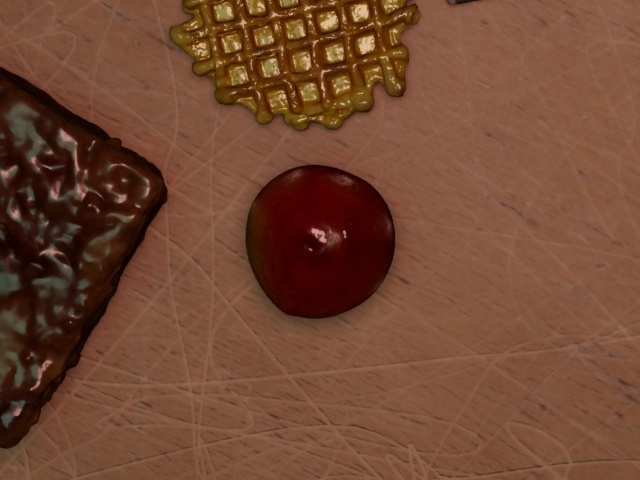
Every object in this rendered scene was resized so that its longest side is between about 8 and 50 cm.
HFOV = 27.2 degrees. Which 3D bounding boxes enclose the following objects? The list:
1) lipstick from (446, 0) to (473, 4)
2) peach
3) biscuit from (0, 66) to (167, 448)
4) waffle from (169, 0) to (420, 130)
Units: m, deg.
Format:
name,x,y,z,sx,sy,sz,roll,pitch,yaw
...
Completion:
name,x,y,z,sx,sy,sz,roll,pitch,yaw
lipstick,0.218,-0.313,1.580,0.141,0.040,0.040,-11,94,6
peach,0.000,0.000,1.552,0.197,0.197,0.197,0,95,5
biscuit,-0.401,-0.001,1.602,0.342,0.166,0.395,33,99,0
waffle,-0.022,-0.271,1.596,0.309,0.065,0.283,31,99,-2
